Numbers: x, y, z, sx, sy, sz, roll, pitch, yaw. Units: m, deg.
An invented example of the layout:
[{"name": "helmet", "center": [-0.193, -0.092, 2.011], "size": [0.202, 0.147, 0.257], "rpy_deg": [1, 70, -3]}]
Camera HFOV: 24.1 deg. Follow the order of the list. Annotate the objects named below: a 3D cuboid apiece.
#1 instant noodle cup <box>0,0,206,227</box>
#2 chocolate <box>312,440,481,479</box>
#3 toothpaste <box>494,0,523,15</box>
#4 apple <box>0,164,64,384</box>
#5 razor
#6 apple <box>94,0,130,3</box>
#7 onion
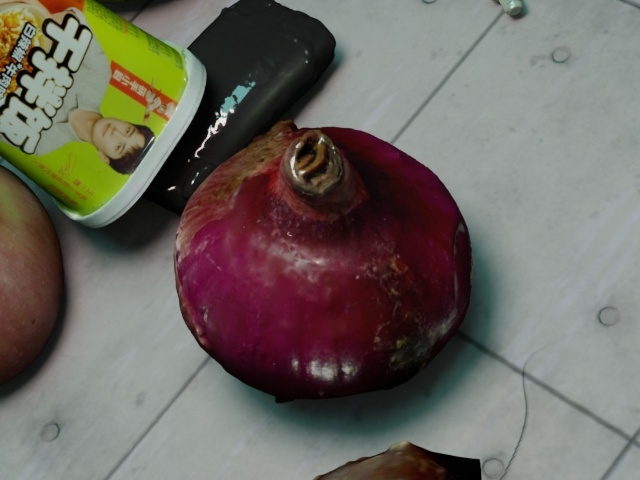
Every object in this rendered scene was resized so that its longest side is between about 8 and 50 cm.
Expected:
[{"name": "instant noodle cup", "center": [-0.351, -0.209, 1.887], "size": [0.294, 0.308, 0.294], "rpy_deg": [-36, 35, 30]}, {"name": "chocolate", "center": [0.047, 0.362, 1.501], "size": [0.210, 0.225, 0.340], "rpy_deg": [2, 51, 10]}, {"name": "toothpaste", "center": [0.223, -0.394, 2.051], "size": [0.067, 0.037, 0.255], "rpy_deg": [-23, 50, 6]}, {"name": "apple", "center": [-0.470, 0.041, 1.917], "size": [0.305, 0.235, 0.306], "rpy_deg": [-10, 57, 16]}, {"name": "razor", "center": [-0.132, -0.184, 2.009], "size": [0.189, 0.107, 0.327], "rpy_deg": [26, 72, 34]}, {"name": "apple", "center": [-0.297, -0.510, 2.142], "size": [0.357, 0.357, 0.357], "rpy_deg": [-10, 56, 15]}, {"name": "onion", "center": [0.000, 0.000, 1.676], "size": [0.347, 0.385, 0.348], "rpy_deg": [-1, 61, 2]}]
